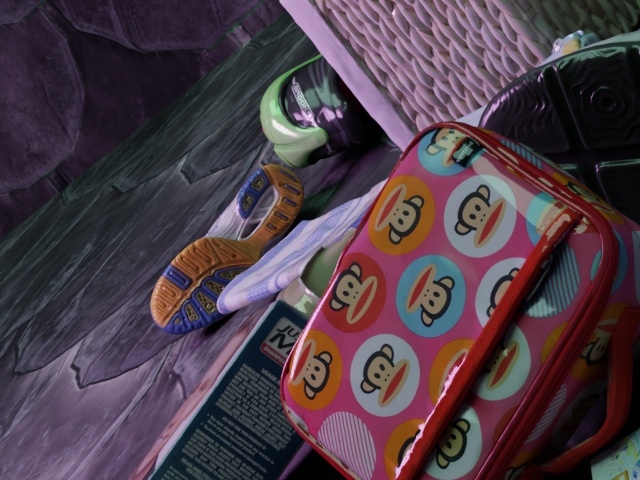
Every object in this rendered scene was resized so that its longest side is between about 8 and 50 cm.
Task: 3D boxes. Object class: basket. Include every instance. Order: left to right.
[{"bbox_3d":[0.184,-0.309,1.933,0.266,0.331,0.328,-26,23,41],"label":"basket"}]

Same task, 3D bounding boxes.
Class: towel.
[{"bbox_3d":[0.000,0.000,2.039,0.209,0.034,0.285,-41,10,-37],"label":"towel"}]

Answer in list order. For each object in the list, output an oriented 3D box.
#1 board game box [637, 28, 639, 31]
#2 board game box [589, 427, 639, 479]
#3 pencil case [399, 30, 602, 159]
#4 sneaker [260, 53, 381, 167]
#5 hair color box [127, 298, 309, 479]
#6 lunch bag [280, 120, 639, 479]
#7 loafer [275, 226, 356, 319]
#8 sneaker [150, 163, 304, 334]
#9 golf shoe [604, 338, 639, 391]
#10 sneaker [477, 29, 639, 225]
[{"bbox_3d":[0.381,-0.242,1.514,0.243,0.042,0.165,-46,-8,10],"label":"board game box"},{"bbox_3d":[0.239,0.172,1.097,0.103,0.026,0.154,-38,16,18],"label":"board game box"},{"bbox_3d":[0.211,-0.109,1.717,0.273,0.124,0.113,-34,13,34],"label":"pencil case"},{"bbox_3d":[0.098,-0.280,2.429,0.202,0.185,0.483,-4,42,39],"label":"sneaker"},{"bbox_3d":[-0.116,0.229,1.545,0.347,0.105,0.174,-54,6,-15],"label":"hair color box"},{"bbox_3d":[0.124,0.081,1.238,0.258,0.120,0.293,39,106,37],"label":"lunch bag"},{"bbox_3d":[0.032,0.039,1.698,0.092,0.102,0.268,-59,-6,19],"label":"loafer"},{"bbox_3d":[-0.130,0.029,2.279,0.296,0.112,0.131,-48,-1,-22],"label":"sneaker"},{"bbox_3d":[0.271,0.053,1.252,0.198,0.094,0.077,-64,-9,27],"label":"golf shoe"},{"bbox_3d":[0.368,-0.148,1.375,0.447,0.169,0.257,-14,18,28],"label":"sneaker"}]
